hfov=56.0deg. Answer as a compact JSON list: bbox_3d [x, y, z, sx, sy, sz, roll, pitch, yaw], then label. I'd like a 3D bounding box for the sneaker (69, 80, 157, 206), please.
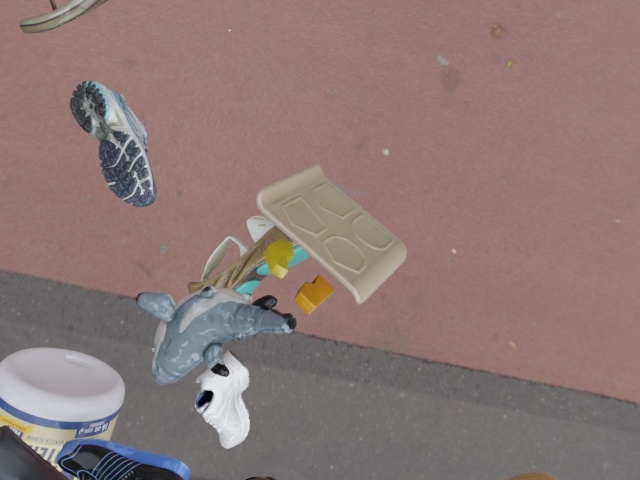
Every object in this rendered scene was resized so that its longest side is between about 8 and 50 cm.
[{"bbox_3d":[-0.397,-0.204,1.253,0.110,0.122,0.283,-29,84,24],"label":"sneaker"}]

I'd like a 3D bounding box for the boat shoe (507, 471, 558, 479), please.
[{"bbox_3d":[0.203,0.334,0.480,0.098,0.277,0.096,-23,133,21],"label":"boat shoe"}]

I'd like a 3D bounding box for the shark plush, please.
[{"bbox_3d":[-0.072,0.073,0.455,0.161,0.067,0.073,-10,158,31],"label":"shark plush"}]

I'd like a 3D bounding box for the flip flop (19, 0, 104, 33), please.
[{"bbox_3d":[-0.324,-0.388,0.857,0.277,0.112,0.080,-30,115,18],"label":"flip flop"}]

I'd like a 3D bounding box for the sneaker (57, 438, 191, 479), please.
[{"bbox_3d":[-0.323,0.377,0.942,0.232,0.091,0.082,3,130,16],"label":"sneaker"}]

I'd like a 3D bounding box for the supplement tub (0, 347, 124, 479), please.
[{"bbox_3d":[-0.517,0.384,1.115,0.228,0.228,0.317,18,98,-14],"label":"supplement tub"}]

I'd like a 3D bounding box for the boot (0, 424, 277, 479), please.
[{"bbox_3d":[-0.280,0.394,0.823,0.445,0.146,0.367,45,53,-20],"label":"boot"}]

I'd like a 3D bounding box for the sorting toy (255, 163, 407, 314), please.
[{"bbox_3d":[0.000,0.000,0.935,0.229,0.307,0.041,45,123,7],"label":"sorting toy"}]

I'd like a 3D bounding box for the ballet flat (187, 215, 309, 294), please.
[{"bbox_3d":[-0.130,0.032,1.151,0.342,0.116,0.124,-37,73,20],"label":"ballet flat"}]

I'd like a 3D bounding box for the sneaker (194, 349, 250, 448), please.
[{"bbox_3d":[-0.251,0.406,1.487,0.129,0.111,0.297,-24,128,-35],"label":"sneaker"}]
